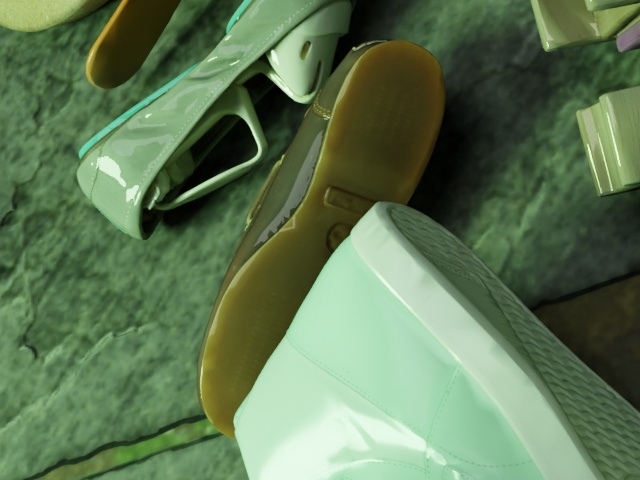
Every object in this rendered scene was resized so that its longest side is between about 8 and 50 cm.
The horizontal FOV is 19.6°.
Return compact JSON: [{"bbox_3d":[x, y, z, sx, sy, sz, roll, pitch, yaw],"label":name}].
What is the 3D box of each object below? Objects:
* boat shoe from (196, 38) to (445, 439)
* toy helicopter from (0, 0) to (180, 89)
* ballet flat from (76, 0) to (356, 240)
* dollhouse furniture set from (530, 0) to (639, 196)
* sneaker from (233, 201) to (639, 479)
[{"bbox_3d":[0.000,0.000,0.900,0.207,0.073,0.073,-62,13,-5],"label":"boat shoe"},{"bbox_3d":[-0.107,-0.246,1.008,0.235,0.140,0.355,56,130,15],"label":"toy helicopter"},{"bbox_3d":[-0.035,-0.082,0.972,0.213,0.072,0.068,-42,78,10],"label":"ballet flat"},{"bbox_3d":[0.247,-0.033,0.725,0.198,0.286,0.303,-12,82,-13],"label":"dollhouse furniture set"},{"bbox_3d":[0.065,0.120,0.785,0.151,0.094,0.256,-53,57,19],"label":"sneaker"}]
